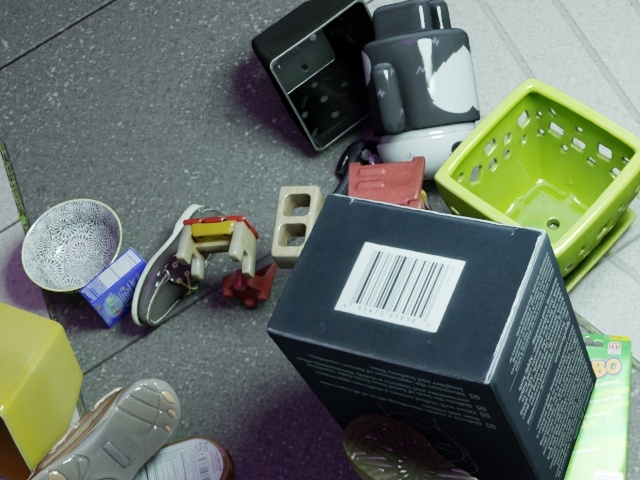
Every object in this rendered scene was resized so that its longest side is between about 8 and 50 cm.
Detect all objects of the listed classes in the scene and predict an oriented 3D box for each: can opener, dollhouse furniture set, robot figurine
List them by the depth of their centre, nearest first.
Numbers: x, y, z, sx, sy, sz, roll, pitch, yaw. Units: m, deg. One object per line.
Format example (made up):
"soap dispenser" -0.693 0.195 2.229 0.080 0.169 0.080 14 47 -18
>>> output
"dollhouse furniture set" 0.000 0.000 1.845 0.374 0.201 0.152 -3 60 19
"robot figurine" 0.160 -0.233 1.907 0.209 0.173 0.278 -9 94 -16
"can opener" 0.048 -0.084 1.967 0.059 0.073 0.186 29 68 -15

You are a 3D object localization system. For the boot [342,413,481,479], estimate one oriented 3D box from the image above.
"boot" 0.123 0.374 1.543 0.089 0.269 0.236 -33 50 -30

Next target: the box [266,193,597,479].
"box" 0.160 0.149 1.572 0.293 0.395 0.212 11 62 28

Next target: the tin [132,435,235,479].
"tin" -0.218 0.347 1.779 0.190 0.040 0.106 -18 53 3

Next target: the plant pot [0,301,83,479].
"plant pot" -0.477 0.213 1.829 0.212 0.212 0.187 16 53 21

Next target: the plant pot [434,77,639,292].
"plant pot" 0.328 -0.059 1.788 0.228 0.207 0.227 37 73 29

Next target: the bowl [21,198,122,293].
"bowl" -0.389 0.024 1.983 0.170 0.080 0.170 -6 60 10

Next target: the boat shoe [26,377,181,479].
"boat shoe" -0.334 0.325 1.740 0.324 0.123 0.116 -43 18 -20

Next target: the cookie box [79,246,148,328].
"cookie box" -0.315 0.075 1.930 0.107 0.092 0.040 -41 63 -13

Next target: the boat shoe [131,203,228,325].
"boat shoe" -0.218 0.042 1.931 0.069 0.081 0.227 15 62 25

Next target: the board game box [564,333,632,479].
"board game box" 0.364 0.250 1.699 0.124 0.039 0.259 3 63 15

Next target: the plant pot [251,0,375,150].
"plant pot" -0.005 -0.293 2.023 0.187 0.188 0.167 -37 35 -9
